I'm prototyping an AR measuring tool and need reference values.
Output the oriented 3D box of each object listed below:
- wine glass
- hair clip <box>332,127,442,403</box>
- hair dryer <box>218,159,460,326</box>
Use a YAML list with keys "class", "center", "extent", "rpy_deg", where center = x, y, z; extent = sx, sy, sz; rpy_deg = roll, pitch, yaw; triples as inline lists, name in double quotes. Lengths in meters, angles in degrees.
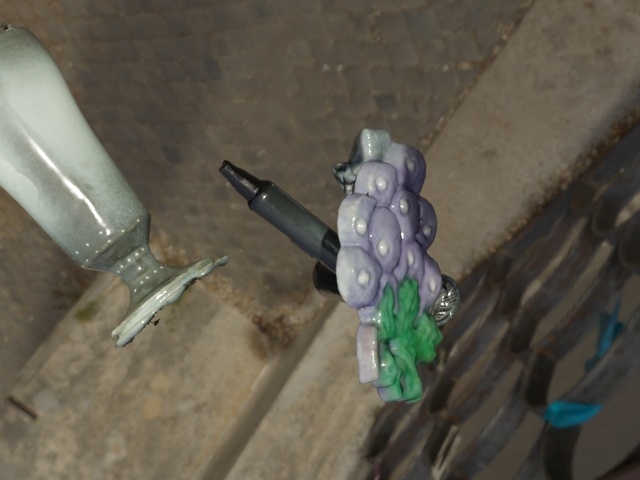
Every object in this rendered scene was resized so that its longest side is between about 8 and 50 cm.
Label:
- class: "wine glass"
  center: [-0.120, -0.027, 0.472]
  extent: [0.155, 0.072, 0.072]
  rpy_deg: [50, 146, 1]
- class: "hair clip"
  center: [0.041, 0.019, 0.673]
  extent: [0.052, 0.124, 0.195]
  rpy_deg: [-10, 86, 39]
- class: "hair dryer"
  center: [0.004, -0.002, 0.812]
  extent: [0.195, 0.050, 0.173]
  rpy_deg: [40, 163, -28]
